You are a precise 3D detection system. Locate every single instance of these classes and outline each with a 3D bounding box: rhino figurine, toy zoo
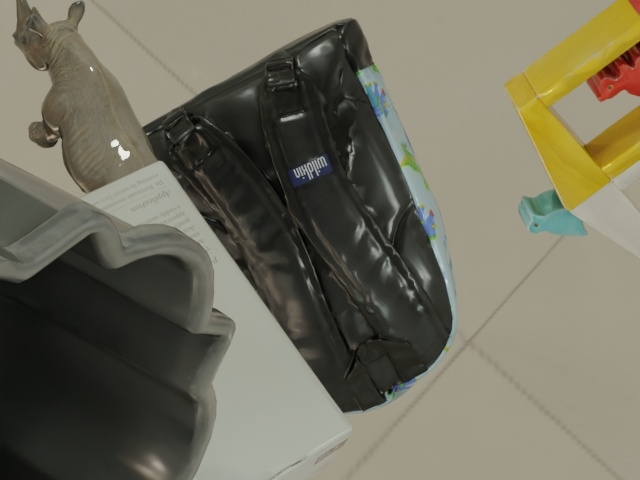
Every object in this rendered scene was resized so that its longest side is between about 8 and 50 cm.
[{"bbox_3d":[-0.192,-0.102,1.290,0.073,0.106,0.243,-23,84,-31],"label":"rhino figurine"},{"bbox_3d":[0.245,-0.094,0.975,0.293,0.192,0.030,-36,41,14],"label":"toy zoo"}]

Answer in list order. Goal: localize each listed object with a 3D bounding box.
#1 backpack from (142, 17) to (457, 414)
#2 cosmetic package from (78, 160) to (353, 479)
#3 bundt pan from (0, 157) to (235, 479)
[{"bbox_3d":[0.000,0.000,1.609,0.290,0.273,0.356,-31,87,4],"label":"backpack"},{"bbox_3d":[-0.096,0.073,1.039,0.117,0.085,0.231,-27,74,-27],"label":"cosmetic package"},{"bbox_3d":[-0.177,0.098,0.440,0.124,0.331,0.331,35,83,18],"label":"bundt pan"}]
